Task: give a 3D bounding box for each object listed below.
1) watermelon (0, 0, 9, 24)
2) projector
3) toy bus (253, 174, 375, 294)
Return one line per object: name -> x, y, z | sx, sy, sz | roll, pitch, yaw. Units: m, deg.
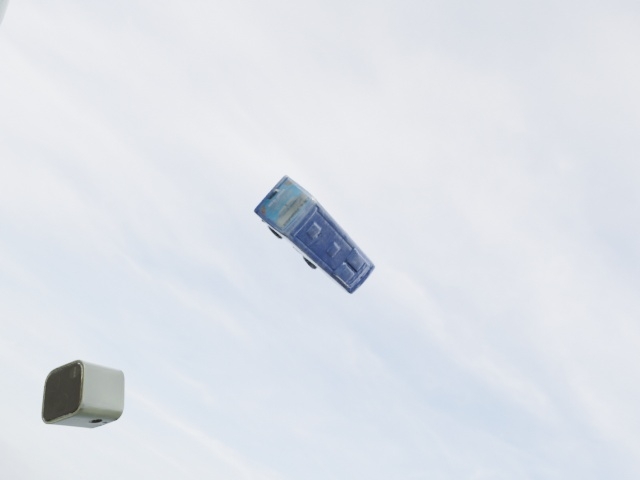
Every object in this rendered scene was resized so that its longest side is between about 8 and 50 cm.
watermelon -> -0.369, -0.239, 0.294 | 0.362, 0.363, 0.364 | 15, -45, 15
projector -> -0.360, 0.236, 0.763 | 0.083, 0.083, 0.082 | -21, -31, 17
toy bus -> -0.001, 0.003, 0.724 | 0.094, 0.079, 0.236 | 48, 3, 38
